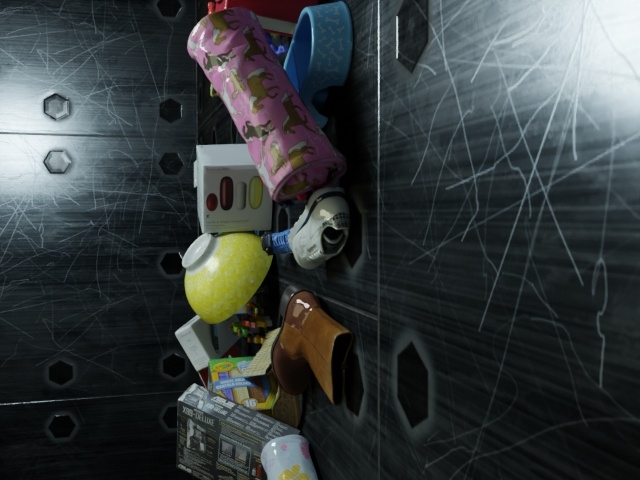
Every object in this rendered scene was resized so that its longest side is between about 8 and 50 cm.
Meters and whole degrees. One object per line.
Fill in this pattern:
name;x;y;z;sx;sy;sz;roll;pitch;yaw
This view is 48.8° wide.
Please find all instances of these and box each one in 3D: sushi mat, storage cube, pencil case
sushi mat;-0.130;0.279;1.788;0.151;0.019;0.316;-59;8;-18
storage cube;-0.105;-0.544;1.466;0.184;0.215;0.193;-149;66;-72
pencil case;-0.050;0.544;1.499;0.273;0.114;0.124;-117;20;-57
pencil case;-0.105;-0.256;1.323;0.386;0.160;0.167;59;143;14

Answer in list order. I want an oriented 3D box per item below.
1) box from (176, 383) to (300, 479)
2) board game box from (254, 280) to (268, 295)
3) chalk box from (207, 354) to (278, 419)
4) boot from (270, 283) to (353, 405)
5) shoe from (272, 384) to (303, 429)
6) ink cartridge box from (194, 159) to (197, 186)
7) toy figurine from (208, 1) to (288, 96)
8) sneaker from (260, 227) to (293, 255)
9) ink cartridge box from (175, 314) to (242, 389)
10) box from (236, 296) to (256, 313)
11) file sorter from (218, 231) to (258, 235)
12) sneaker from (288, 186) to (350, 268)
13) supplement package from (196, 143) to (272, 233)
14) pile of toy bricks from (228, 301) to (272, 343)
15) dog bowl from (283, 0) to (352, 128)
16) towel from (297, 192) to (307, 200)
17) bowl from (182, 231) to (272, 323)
box;-0.211;0.518;1.747;0.076;0.308;0.242;-43;-34;-54
board game box;-0.235;0.129;2.092;0.186;0.126;0.026;-138;37;-68
chalk box;-0.218;0.441;1.966;0.289;0.179;0.180;-114;27;-56
boot;-0.006;0.252;1.437;0.280;0.096;0.264;-141;59;-60
shoe;-0.068;0.365;1.662;0.058;0.077;0.219;-43;-33;-45
ink cartridge box;-0.272;-0.200;2.084;0.140;0.191;0.082;-176;86;-74
toy figurine;-0.158;-0.518;1.695;0.217;0.191;0.362;-165;77;-67
sneaker;-0.097;0.003;1.678;0.152;0.085;0.058;157;111;-73
ink cartridge box;-0.308;0.339;2.196;0.261;0.066;0.296;62;-162;-5
box;-0.256;0.179;2.211;0.087;0.102;0.101;176;93;-73
file sorter;-0.259;-0.043;2.207;0.170;0.105;0.118;150;117;-72
sneaker;0.000;0.000;1.355;0.235;0.090;0.094;110;144;-54
supplement package;-0.237;-0.145;1.943;0.149;0.194;0.203;-117;27;-57
pile of toy bricks;-0.213;0.251;2.061;0.212;0.105;0.118;-145;56;-71
dog bowl;-0.015;-0.342;1.396;0.297;0.074;0.165;121;145;-62
towel;-0.113;-0.225;1.544;0.275;0.031;0.198;46;-156;-49
bowl;-0.286;0.071;1.948;0.289;0.156;0.289;-36;29;24
